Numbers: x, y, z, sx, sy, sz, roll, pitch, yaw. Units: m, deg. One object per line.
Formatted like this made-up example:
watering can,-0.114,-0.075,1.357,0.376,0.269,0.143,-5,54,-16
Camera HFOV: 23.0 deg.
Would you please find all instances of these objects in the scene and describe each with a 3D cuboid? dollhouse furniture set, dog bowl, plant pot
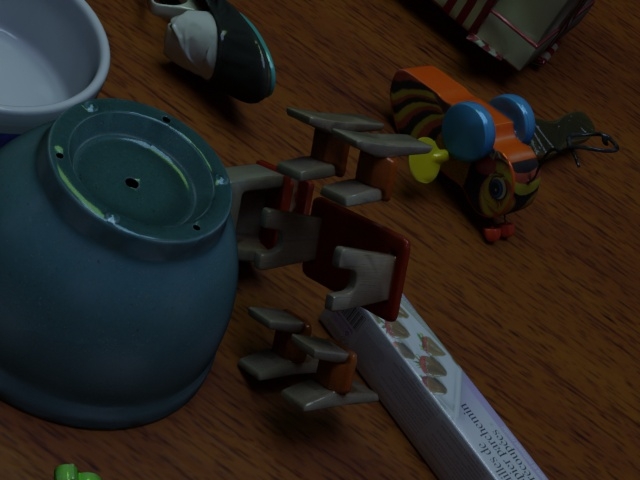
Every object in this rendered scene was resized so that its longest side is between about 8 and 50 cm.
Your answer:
dollhouse furniture set,0.000,0.000,1.537,0.135,0.262,0.259,-1,19,-37
dog bowl,-0.352,-0.184,1.580,0.265,0.104,0.265,19,40,-16
plant pot,-0.195,-0.003,1.433,0.293,0.196,0.293,18,42,-17

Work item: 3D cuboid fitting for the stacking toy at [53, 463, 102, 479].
stacking toy,-0.120,0.272,1.316,0.221,0.052,0.167,13,43,-22

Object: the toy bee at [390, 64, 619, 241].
toy bee,0.187,-0.087,1.840,0.195,0.162,0.298,-1,25,-24

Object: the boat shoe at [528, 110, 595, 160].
boat shoe,0.284,-0.128,2.012,0.153,0.048,0.056,-20,74,-37

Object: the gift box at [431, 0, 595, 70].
gift box,0.253,-0.391,2.083,0.255,0.258,0.276,43,39,12

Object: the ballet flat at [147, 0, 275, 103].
ballet flat,-0.143,-0.247,1.811,0.096,0.095,0.280,-5,42,-25

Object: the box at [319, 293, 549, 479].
box,0.121,0.171,1.572,0.063,0.067,0.324,-16,59,-43
